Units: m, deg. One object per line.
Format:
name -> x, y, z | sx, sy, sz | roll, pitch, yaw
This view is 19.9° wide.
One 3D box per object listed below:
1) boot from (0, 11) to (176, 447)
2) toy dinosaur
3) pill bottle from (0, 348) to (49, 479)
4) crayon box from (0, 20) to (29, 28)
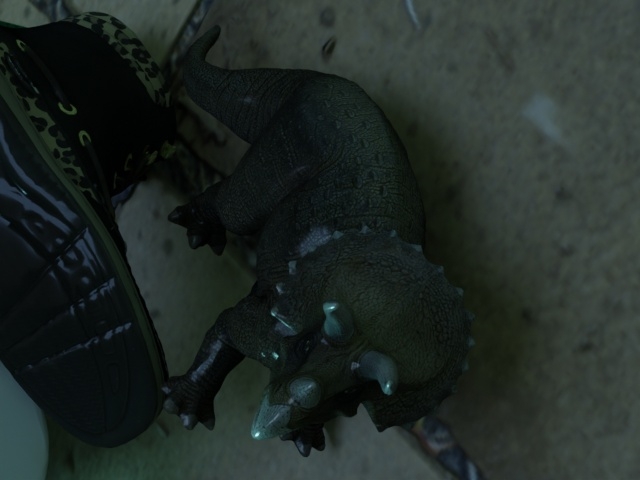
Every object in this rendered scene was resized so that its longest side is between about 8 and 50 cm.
boot -> -0.117, -0.021, 0.950 | 0.085, 0.178, 0.236 | -31, 86, 25
toy dinosaur -> 0.000, 0.000, 0.867 | 0.160, 0.121, 0.313 | -43, 33, 33
pill bottle -> -0.252, 0.127, 0.993 | 0.278, 0.162, 0.162 | -25, 64, 60
crayon box -> -0.253, -0.012, 1.128 | 0.278, 0.081, 0.165 | -19, 69, 42
